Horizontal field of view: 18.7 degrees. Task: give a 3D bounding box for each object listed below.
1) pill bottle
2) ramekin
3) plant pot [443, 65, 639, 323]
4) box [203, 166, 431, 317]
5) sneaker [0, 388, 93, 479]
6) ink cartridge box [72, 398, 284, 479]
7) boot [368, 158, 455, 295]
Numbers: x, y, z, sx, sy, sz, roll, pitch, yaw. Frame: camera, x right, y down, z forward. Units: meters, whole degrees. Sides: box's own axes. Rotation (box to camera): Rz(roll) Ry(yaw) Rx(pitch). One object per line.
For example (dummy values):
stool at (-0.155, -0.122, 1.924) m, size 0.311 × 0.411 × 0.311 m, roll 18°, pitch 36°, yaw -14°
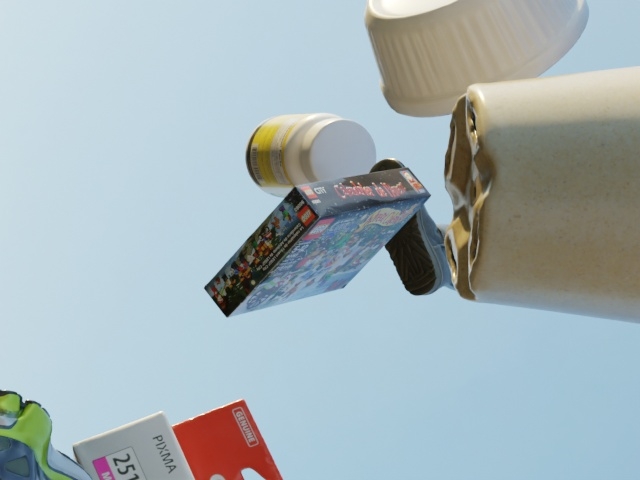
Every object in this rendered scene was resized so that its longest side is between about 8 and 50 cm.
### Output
pill bottle at (-0.012, -0.115, 2.658) m, size 0.208 × 0.119 × 0.119 m, roll -174°, pitch -101°, yaw -65°
ramekin at (0.177, -0.276, 2.345) m, size 0.273 × 0.273 × 0.127 m, roll 29°, pitch -29°, yaw 60°
plant pot at (0.292, -0.047, 1.982) m, size 0.334 × 0.306 × 0.333 m, roll -179°, pitch -90°, yaw -83°
box at (0.000, 0.000, 2.031) m, size 0.159 × 0.233 × 0.044 m, roll -47°, pitch -108°, yaw 28°
sneaker at (-0.299, 0.248, 1.857) m, size 0.300 × 0.111 × 0.121 m, roll 70°, pitch 32°, yaw -59°
ink cartridge box at (-0.149, 0.337, 2.419) m, size 0.060 × 0.239 × 0.275 m, roll 98°, pitch -32°, yaw -59°
boot at (0.146, -0.012, 2.412) m, size 0.076 × 0.208 × 0.189 m, roll -19°, pitch -96°, yaw 31°
